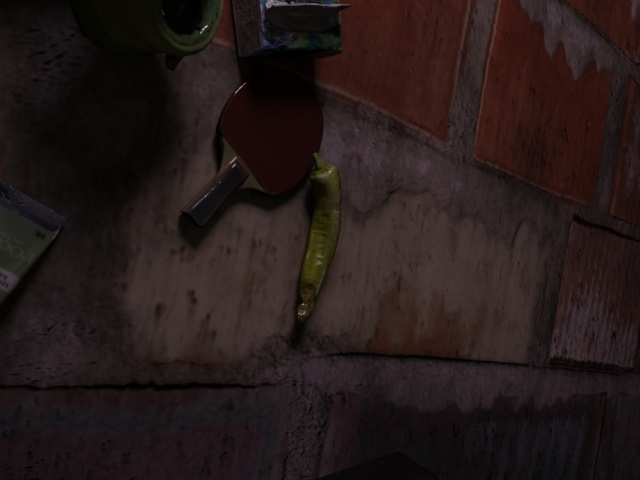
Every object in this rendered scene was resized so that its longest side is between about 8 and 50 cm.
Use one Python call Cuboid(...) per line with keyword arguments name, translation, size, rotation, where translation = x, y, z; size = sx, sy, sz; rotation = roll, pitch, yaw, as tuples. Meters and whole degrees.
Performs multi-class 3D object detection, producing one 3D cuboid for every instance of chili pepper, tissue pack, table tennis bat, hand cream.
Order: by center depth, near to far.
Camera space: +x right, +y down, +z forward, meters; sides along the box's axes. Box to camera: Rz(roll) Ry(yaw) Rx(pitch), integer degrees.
Cuboid(name="hand cream", translation=(-0.301, 0.058, 0.440), size=(0.086, 0.055, 0.235), rotation=(40, 63, -37))
Cuboid(name="tissue pack", translation=(-0.028, -0.244, 0.603), size=(0.111, 0.079, 0.085), rotation=(-13, 104, -37))
Cuboid(name="table tennis bat", translation=(-0.073, -0.099, 0.621), size=(0.220, 0.019, 0.130), rotation=(-52, 123, -24))
Cuboid(name="chili pepper", translation=(0.001, 0.000, 0.675), size=(0.043, 0.049, 0.208), rotation=(6, 95, 5))

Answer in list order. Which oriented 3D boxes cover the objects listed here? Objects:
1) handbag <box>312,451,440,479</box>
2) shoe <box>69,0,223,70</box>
Cuboid(name="handbag", translation=(0.013, 0.404, 0.653), size=(0.285, 0.113, 0.257), rotation=(-10, 105, -22))
Cuboid(name="shoe", translation=(-0.135, -0.263, 0.434), size=(0.128, 0.262, 0.140), rotation=(16, 49, 0))
